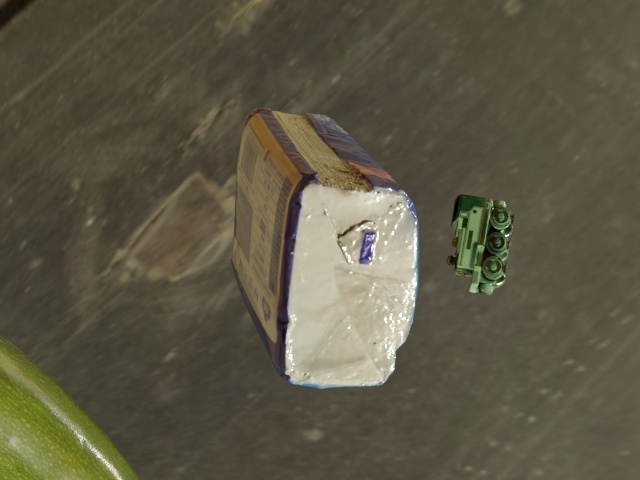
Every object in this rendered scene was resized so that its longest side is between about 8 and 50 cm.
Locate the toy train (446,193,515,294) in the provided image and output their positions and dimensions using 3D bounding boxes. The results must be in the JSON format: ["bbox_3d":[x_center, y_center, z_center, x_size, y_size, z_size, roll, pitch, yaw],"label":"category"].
[{"bbox_3d":[0.133,0.004,1.358,0.053,0.033,0.083,10,74,4],"label":"toy train"}]

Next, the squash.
[{"bbox_3d":[-0.158,0.099,0.794,0.080,0.071,0.318,-37,117,9],"label":"squash"}]

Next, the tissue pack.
[{"bbox_3d":[0.000,0.000,1.577,0.137,0.270,0.209,-1,108,-13],"label":"tissue pack"}]
